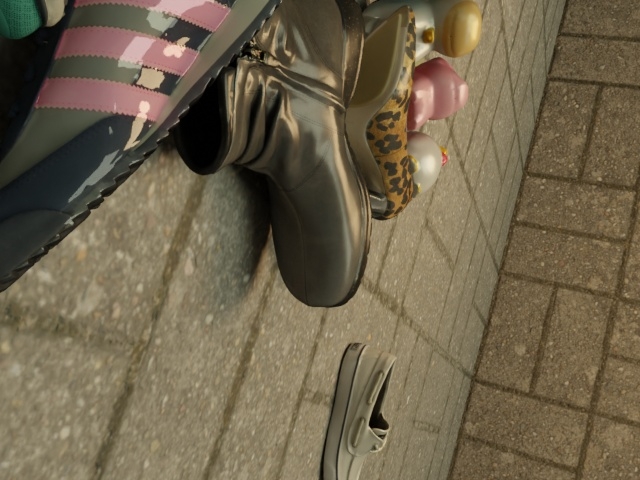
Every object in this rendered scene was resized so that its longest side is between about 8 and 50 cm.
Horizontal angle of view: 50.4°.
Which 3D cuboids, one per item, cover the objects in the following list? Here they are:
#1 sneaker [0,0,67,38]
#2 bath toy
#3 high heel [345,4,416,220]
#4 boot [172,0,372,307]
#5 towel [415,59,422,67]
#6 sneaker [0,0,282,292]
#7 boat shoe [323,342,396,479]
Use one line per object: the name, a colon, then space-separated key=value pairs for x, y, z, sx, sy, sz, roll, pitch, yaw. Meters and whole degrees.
sneaker: x=-0.205 y=-0.169 z=0.243 sx=0.110 sy=0.107 sz=0.275 roll=-53 pitch=147 yaw=-9
bath toy: x=0.133 y=-0.219 z=0.916 sx=0.129 sy=0.151 sz=0.348 roll=-58 pitch=153 yaw=-46
high heel: x=0.094 y=-0.152 z=0.873 sx=0.186 sy=0.093 sz=0.261 roll=5 pitch=112 yaw=-50
boot: x=-0.050 y=-0.078 z=0.629 sx=0.223 sy=0.118 sz=0.338 roll=-23 pitch=111 yaw=-60
towel: x=0.126 y=-0.274 z=1.022 sx=0.148 sy=0.027 sz=0.110 roll=-63 pitch=152 yaw=-32
sneaker: x=-0.140 y=-0.114 z=0.417 sx=0.131 sy=0.112 sz=0.319 roll=41 pitch=69 yaw=-18
boat shoe: x=0.070 y=0.302 z=1.104 sx=0.096 sy=0.088 sz=0.267 roll=2 pitch=100 yaw=-67
